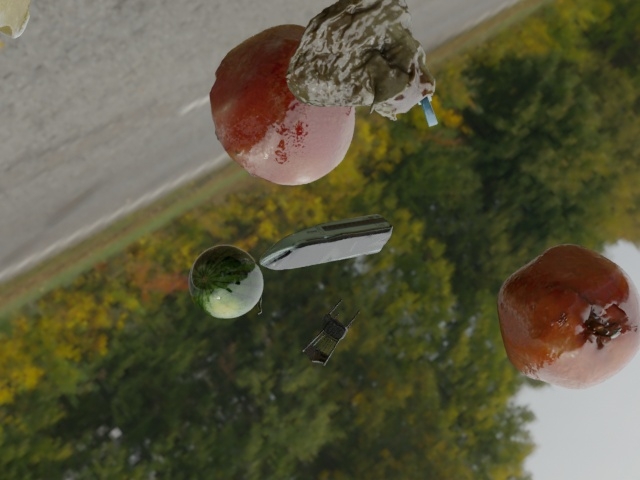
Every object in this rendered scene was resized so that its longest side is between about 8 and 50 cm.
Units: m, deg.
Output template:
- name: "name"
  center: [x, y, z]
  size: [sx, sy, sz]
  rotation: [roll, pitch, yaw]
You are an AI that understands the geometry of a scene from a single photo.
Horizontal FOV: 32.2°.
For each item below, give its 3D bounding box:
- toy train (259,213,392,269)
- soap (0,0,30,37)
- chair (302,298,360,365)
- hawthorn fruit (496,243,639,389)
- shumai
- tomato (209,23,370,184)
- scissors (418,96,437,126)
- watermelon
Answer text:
- name: "toy train"
  center: [0.000, 0.001, 1.606]
  size: [0.252, 0.048, 0.055]
  rotation: [-9, 142, -44]
- name: "soap"
  center: [-0.622, -0.540, 1.873]
  size: [0.293, 0.335, 0.156]
  rotation: [-64, 174, 10]
- name: "chair"
  center: [0.015, 0.118, 1.445]
  size: [0.086, 0.037, 0.042]
  rotation: [-50, 165, -34]
- name: "hawthorn fruit"
  center: [0.367, 0.118, 1.580]
  size: [0.211, 0.211, 0.299]
  rotation: [-37, -171, -1]
- name: "shumai"
  center: [0.065, -0.233, 1.510]
  size: [0.206, 0.175, 0.166]
  rotation: [-43, 165, 11]
- name: "tomato"
  center: [-0.049, -0.264, 1.956]
  size: [0.309, 0.309, 0.170]
  rotation: [-37, 174, -39]
- name: "scissors"
  center: [0.192, -0.290, 2.128]
  size: [0.030, 0.125, 0.256]
  rotation: [-19, -170, 6]
- name: "watermelon"
  center: [-0.172, 0.084, 2.119]
  size: [0.140, 0.141, 0.187]
  rotation: [-37, 156, 12]
